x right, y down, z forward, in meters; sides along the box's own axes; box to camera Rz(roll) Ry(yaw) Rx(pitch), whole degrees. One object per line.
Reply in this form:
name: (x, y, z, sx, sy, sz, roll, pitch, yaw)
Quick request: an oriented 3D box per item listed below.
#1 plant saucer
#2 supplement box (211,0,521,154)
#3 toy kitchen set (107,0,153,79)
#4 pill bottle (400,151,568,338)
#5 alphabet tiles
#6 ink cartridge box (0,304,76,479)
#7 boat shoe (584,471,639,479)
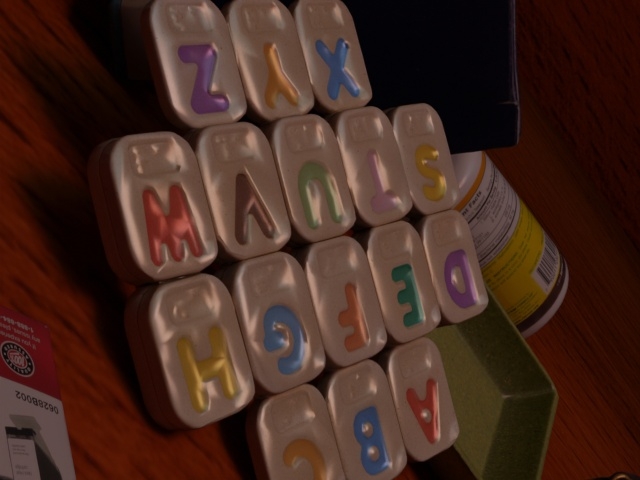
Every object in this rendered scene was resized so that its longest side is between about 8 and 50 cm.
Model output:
plant saucer: (0.096, 0.098, 0.842, 0.188, 0.045, 0.188, 54, 30, -12)
supplement box: (0.016, -0.235, 0.854, 0.356, 0.195, 0.194, -99, 180, -48)
toy kitchen set: (-0.162, -0.213, 0.680, 0.122, 0.166, 0.207, -92, -177, -54)
pill bottle: (0.110, -0.013, 0.972, 0.215, 0.117, 0.117, 48, 22, -30)
alphabet tiles: (0.000, 0.000, 0.632, 0.284, 0.021, 0.277, -14, 90, -51)
ink cartridge box: (-0.120, 0.079, 0.339, 0.099, 0.056, 0.135, 34, 30, -53)
boat shoe: (0.232, 0.247, 0.911, 0.123, 0.123, 0.342, 49, 16, 15)
